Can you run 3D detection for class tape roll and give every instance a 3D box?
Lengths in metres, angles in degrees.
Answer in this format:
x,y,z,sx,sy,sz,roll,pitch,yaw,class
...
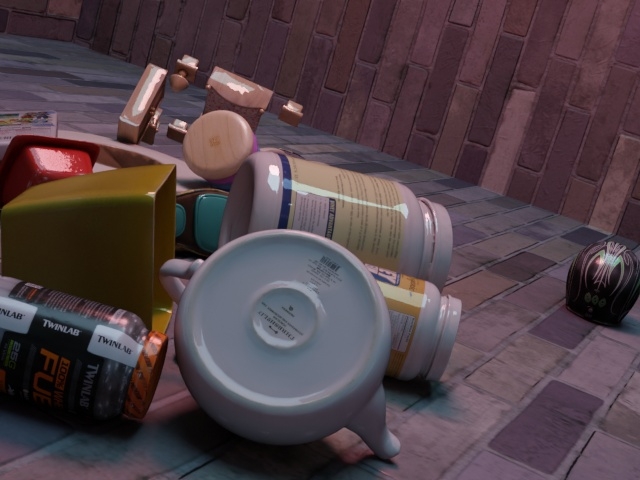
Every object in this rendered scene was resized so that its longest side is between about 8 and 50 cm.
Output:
x,y,z,sx,sy,sz,roll,pitch,yaw,class
-0.409,-0.132,1.953,0.392,0.072,0.392,16,13,-4,tape roll

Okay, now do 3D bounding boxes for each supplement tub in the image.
x,y,z,sx,sy,sz,roll,pitch,yaw,class
0.084,0.113,1.382,0.199,0.144,0.144,16,13,0,supplement tub
-0.261,0.115,1.019,0.190,0.117,0.117,16,13,0,supplement tub
0.020,0.003,1.556,0.324,0.236,0.235,12,14,-18,supplement tub

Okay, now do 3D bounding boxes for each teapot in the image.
x,y,z,sx,sy,sz,roll,pitch,yaw,class
-0.047,0.121,1.108,0.252,0.256,0.187,-7,-27,-8,teapot

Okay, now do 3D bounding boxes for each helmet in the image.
x,y,z,sx,sy,sz,roll,pitch,yaw,class
0.602,0.083,2.085,0.169,0.162,0.169,16,13,-4,helmet

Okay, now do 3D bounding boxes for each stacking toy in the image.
x,y,z,sx,sy,sz,roll,pitch,yaw,class
-0.155,-0.131,1.994,0.141,0.141,0.330,22,-12,22,stacking toy

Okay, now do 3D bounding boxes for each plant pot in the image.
x,y,z,sx,sy,sz,roll,pitch,yaw,class
-0.287,0.020,1.231,0.187,0.212,0.212,3,14,-3,plant pot

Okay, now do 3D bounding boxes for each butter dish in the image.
x,y,z,sx,sy,sz,roll,pitch,yaw,class
-0.435,-0.078,1.598,0.159,0.160,0.118,3,41,-43,butter dish

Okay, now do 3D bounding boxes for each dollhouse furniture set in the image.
x,y,z,sx,sy,sz,roll,pitch,yaw,class
-0.255,-0.223,2.189,0.355,0.174,0.303,23,-30,-3,dollhouse furniture set

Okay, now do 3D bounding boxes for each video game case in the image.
x,y,z,sx,sy,sz,roll,pitch,yaw,class
-0.646,-0.188,1.787,0.328,0.036,0.300,-4,18,-13,video game case

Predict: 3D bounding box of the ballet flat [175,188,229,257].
x,y,z,sx,sy,sz,roll,pitch,yaw,class
-0.246,-0.034,1.679,0.348,0.123,0.123,3,19,-45,ballet flat

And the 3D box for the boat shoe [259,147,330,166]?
x,y,z,sx,sy,sz,roll,pitch,yaw,class
-0.124,-0.162,2.350,0.158,0.127,0.340,16,4,32,boat shoe
